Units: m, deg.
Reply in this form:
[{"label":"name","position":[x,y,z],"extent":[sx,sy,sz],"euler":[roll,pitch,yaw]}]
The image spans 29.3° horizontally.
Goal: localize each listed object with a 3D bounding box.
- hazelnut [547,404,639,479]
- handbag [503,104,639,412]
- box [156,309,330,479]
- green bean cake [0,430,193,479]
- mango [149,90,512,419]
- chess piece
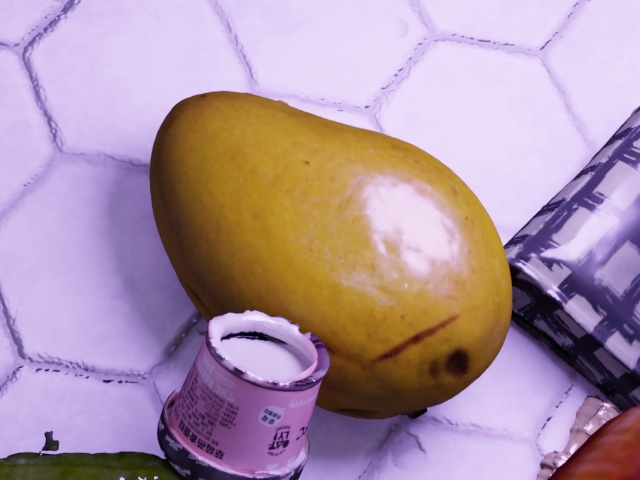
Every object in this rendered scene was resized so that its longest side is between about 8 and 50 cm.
[{"label":"hazelnut","position":[0.348,0.323,1.159],"extent":[0.421,0.421,0.352],"euler":[-34,110,-19]},{"label":"handbag","position":[0.404,0.040,1.417],"extent":[0.327,0.162,0.325],"euler":[45,72,1]},{"label":"box","position":[-0.069,0.151,1.190],"extent":[0.151,0.135,0.151],"euler":[17,24,-8]},{"label":"green bean cake","position":[-0.222,0.354,1.135],"extent":[0.319,0.218,0.335],"euler":[2,56,-11]},{"label":"mango","position":[0.000,0.000,1.323],"extent":[0.445,0.220,0.301],"euler":[42,92,5]},{"label":"chess piece","position":[0.270,0.252,1.361],"extent":[0.060,0.060,0.172],"euler":[40,69,8]}]
